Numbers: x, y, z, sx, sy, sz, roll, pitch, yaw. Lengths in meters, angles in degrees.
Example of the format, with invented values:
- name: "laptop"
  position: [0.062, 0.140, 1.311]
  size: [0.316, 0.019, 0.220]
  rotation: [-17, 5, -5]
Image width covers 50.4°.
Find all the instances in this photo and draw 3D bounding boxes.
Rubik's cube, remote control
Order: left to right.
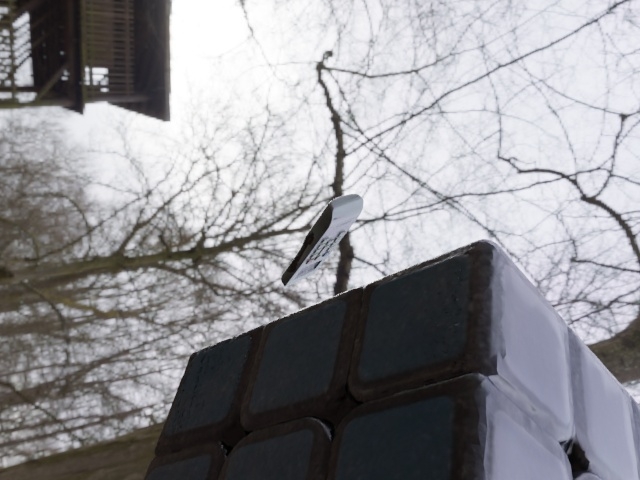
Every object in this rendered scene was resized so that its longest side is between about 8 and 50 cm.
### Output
- name: "remote control"
  position: [0.000, 0.000, 0.909]
  size: [0.029, 0.065, 0.166]
  rotation: [52, -44, 16]
- name: "Rubik's cube"
  position: [0.063, 0.233, 0.459]
  size: [0.301, 0.303, 0.305]
  rotation: [-27, -144, 35]
